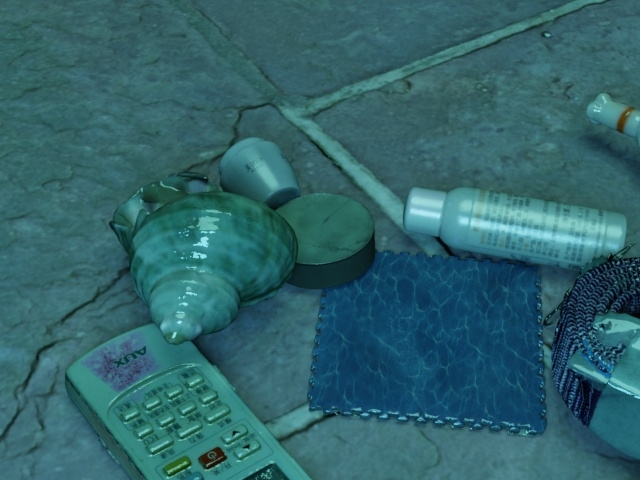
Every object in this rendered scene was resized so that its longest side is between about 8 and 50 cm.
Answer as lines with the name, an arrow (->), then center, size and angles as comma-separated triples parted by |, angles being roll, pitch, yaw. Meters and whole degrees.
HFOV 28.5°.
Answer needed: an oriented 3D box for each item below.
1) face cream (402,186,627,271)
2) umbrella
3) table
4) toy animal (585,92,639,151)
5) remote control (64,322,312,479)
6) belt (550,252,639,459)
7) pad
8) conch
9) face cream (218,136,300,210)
face cream -> 0.235, -0.017, 1.546 | 0.269, 0.082, 0.082 | 11, 44, 8
umbrella -> 0.316, 0.048, 1.486 | 0.149, 0.022, 0.022 | -43, 23, -5
table -> 0.000, 0.000, 1.531 | 0.133, 0.043, 0.133 | -4, 40, 3
toy animal -> 0.479, -0.112, 1.637 | 0.140, 0.138, 0.282 | -15, 23, -29
remote control -> -0.127, 0.218, 1.304 | 0.145, 0.050, 0.344 | -27, 51, -27
belt -> 0.410, 0.141, 1.366 | 0.325, 0.122, 0.260 | 25, 41, 18
pad -> 0.126, 0.108, 1.460 | 0.269, 0.012, 0.270 | 4, 44, 2
conch -> -0.136, 0.012, 1.412 | 0.220, 0.195, 0.277 | 5, 44, -1
face cream -> -0.076, -0.075, 1.584 | 0.091, 0.091, 0.095 | -23, 56, -25
